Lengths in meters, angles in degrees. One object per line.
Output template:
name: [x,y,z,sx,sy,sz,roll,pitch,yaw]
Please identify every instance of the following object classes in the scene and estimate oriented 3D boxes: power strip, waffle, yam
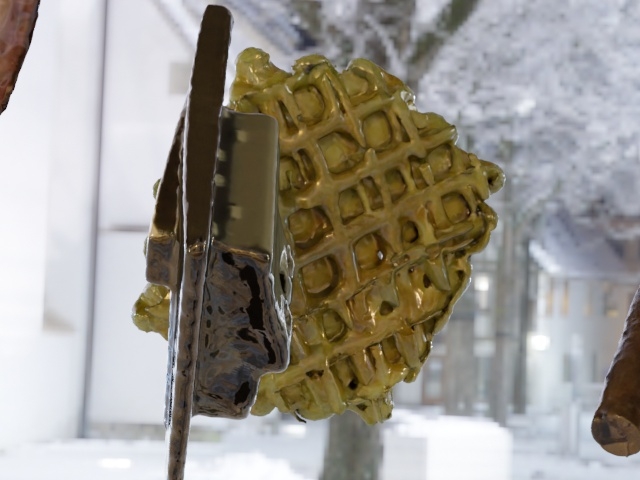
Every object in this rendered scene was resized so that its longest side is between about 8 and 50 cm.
power strip: [-0.063,0.012,1.059,0.092,0.257,0.251,1,-47,1]
waffle: [0.000,0.000,1.322,0.297,0.317,0.073,26,-6,-18]
yam: [0.253,0.047,1.136,0.045,0.045,0.327,10,34,21]

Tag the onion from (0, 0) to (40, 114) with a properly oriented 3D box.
onion: [-0.339,-0.148,0.922,0.314,0.280,0.146,12,15,-33]
